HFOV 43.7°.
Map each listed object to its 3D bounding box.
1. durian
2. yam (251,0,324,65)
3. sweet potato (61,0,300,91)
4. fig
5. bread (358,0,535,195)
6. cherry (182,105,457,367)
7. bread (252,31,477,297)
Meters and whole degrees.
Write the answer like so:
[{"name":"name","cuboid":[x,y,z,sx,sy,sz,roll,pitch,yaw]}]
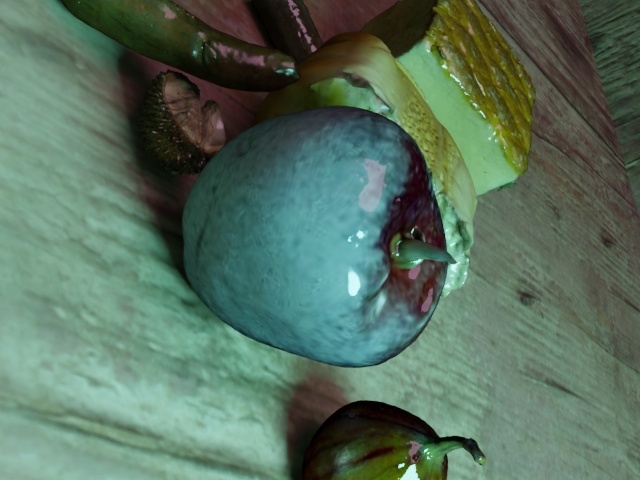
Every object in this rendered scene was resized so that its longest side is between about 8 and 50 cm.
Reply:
[{"name":"durian","cuboid":[-0.146,-0.108,0.829,0.110,0.071,0.140,35,26,-39]},{"name":"yam","cuboid":[-0.032,-0.278,1.106,0.068,0.068,0.169,-30,94,-57]},{"name":"sweet potato","cuboid":[-0.151,-0.215,0.825,0.273,0.075,0.075,26,43,-8]},{"name":"fig","cuboid":[0.063,0.227,0.820,0.149,0.202,0.148,25,22,4]},{"name":"bread","cuboid":[0.181,-0.229,1.241,0.279,0.207,0.279,45,38,-24]},{"name":"cherry","cuboid":[0.000,0.000,0.761,0.255,0.296,0.218,62,42,-39]},{"name":"bread","cuboid":[0.051,-0.091,0.985,0.316,0.211,0.270,55,24,-21]}]
